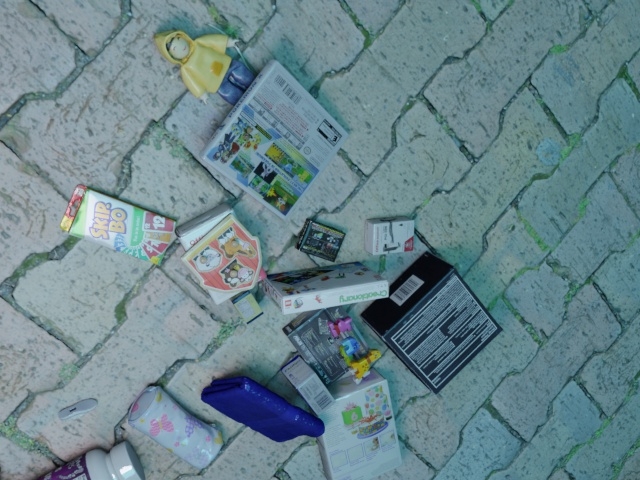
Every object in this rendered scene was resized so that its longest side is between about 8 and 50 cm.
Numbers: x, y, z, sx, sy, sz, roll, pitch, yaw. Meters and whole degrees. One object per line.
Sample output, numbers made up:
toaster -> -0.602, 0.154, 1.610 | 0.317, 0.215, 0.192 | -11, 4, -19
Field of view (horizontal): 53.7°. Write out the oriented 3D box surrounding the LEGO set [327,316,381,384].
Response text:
LEGO set -> 0.115, 0.322, 1.843 | 0.093, 0.087, 0.227 | -29, 114, -13

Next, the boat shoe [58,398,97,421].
boat shoe -> -0.640, 0.454, 1.677 | 0.100, 0.035, 0.035 | -22, 139, -19

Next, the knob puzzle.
knob puzzle -> -0.231, 0.057, 1.624 | 0.213, 0.030, 0.213 | -6, 107, -20

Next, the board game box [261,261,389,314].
board game box -> 0.010, 0.126, 1.750 | 0.306, 0.193, 0.053 | -8, 107, -19

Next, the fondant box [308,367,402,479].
fondant box -> 0.109, 0.592, 1.975 | 0.238, 0.096, 0.330 | -18, 111, -16

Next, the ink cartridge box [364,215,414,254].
ink cartridge box -> 0.203, -0.014, 1.861 | 0.135, 0.056, 0.099 | -7, 108, -20

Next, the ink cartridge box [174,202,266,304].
ink cartridge box -> -0.264, 0.033, 1.671 | 0.159, 0.092, 0.217 | -29, 115, -12

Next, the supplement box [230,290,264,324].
supplement box -> -0.209, 0.171, 1.736 | 0.056, 0.083, 0.083 | -34, 115, -10

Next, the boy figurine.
boy figurine -> -0.266, -0.430, 1.543 | 0.285, 0.092, 0.177 | 31, 94, -29

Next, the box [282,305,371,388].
box -> 0.022, 0.297, 1.878 | 0.183, 0.056, 0.231 | -38, 115, -10

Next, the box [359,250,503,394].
box -> 0.334, 0.249, 1.917 | 0.296, 0.183, 0.294 | -43, 114, -4

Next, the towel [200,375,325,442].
towel -> -0.161, 0.472, 1.789 | 0.308, 0.228, 0.076 | 38, 49, -28

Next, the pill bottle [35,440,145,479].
pill bottle -> -0.626, 0.658, 1.662 | 0.302, 0.169, 0.169 | -27, 113, -13

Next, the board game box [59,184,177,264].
board game box -> -0.505, -0.038, 1.590 | 0.260, 0.039, 0.124 | 22, 95, -23

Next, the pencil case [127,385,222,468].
pencil case -> -0.396, 0.516, 1.744 | 0.273, 0.113, 0.124 | 44, 76, -26

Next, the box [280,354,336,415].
box -> -0.037, 0.421, 1.843 | 0.072, 0.137, 0.126 | -37, 115, -11

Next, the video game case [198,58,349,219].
video game case -> -0.108, -0.248, 1.633 | 0.300, 0.036, 0.329 | -53, 135, -1

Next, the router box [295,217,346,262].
router box -> 0.000, 0.000, 1.796 | 0.123, 0.038, 0.092 | 20, 97, -25
